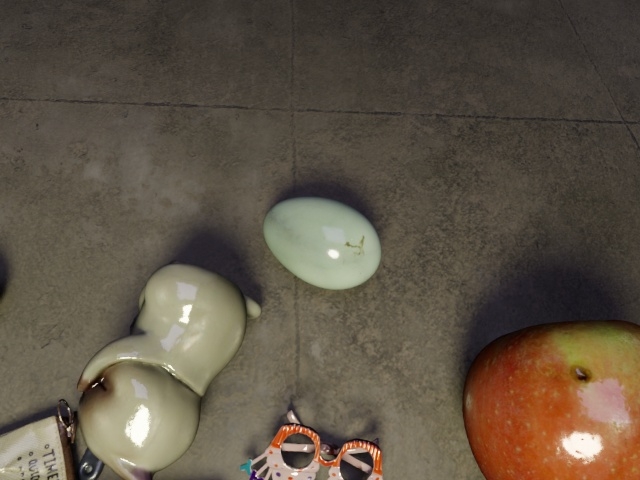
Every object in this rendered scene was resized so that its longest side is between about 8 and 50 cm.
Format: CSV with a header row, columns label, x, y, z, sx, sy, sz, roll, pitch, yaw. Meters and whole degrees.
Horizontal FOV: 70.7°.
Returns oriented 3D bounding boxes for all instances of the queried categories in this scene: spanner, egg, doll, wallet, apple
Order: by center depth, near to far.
label,x,y,z,sx,sy,sz,roll,pitch,yaw
wallet,-0.489,0.449,0.685,0.275,0.068,0.335,-16,66,-14
apple,0.409,0.283,0.729,0.349,0.348,0.277,1,64,-6
doll,-0.261,0.198,0.766,0.226,0.215,0.370,45,55,-22
spanner,-0.365,0.273,0.836,0.087,0.024,0.315,14,60,4
egg,0.000,0.000,0.943,0.264,0.183,0.183,24,59,15

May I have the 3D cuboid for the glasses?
label,x,y,z,sx,sy,sz,roll,pitch,yaw
glasses,-0.007,0.396,0.778,0.255,0.095,0.162,15,86,2
